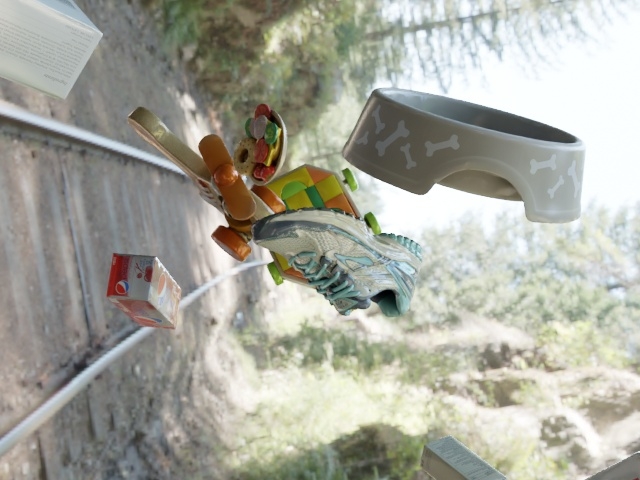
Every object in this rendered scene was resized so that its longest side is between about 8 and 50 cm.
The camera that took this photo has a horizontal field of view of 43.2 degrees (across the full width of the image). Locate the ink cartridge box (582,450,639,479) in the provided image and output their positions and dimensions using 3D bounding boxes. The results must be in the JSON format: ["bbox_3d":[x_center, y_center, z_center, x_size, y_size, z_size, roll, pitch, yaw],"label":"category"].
[{"bbox_3d":[0.442,0.430,1.016,0.226,0.131,0.306,-52,-126,47],"label":"ink cartridge box"}]

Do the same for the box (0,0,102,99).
[{"bbox_3d":[-0.435,-0.311,1.119,0.181,0.119,0.181,18,23,-51],"label":"box"}]

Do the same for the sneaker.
[{"bbox_3d":[0.031,0.036,1.109,0.110,0.282,0.122,-17,-118,52],"label":"sneaker"}]

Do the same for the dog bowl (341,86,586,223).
[{"bbox_3d":[0.209,-0.131,1.142,0.349,0.348,0.102,-104,-154,-71],"label":"dog bowl"}]

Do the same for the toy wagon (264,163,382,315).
[{"bbox_3d":[0.000,0.000,1.790,0.345,0.267,0.068,62,-2,16],"label":"toy wagon"}]

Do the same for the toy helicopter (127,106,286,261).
[{"bbox_3d":[-0.213,-0.120,1.490,0.355,0.140,0.235,41,-13,-5],"label":"toy helicopter"}]

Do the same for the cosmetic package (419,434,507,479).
[{"bbox_3d":[0.204,0.334,1.165,0.115,0.060,0.041,33,-58,48],"label":"cosmetic package"}]

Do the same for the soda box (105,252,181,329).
[{"bbox_3d":[-0.344,0.104,1.597,0.263,0.083,0.092,87,7,-72],"label":"soda box"}]

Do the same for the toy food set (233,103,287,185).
[{"bbox_3d":[-0.062,-0.100,0.848,0.083,0.020,0.083,42,-61,50],"label":"toy food set"}]
